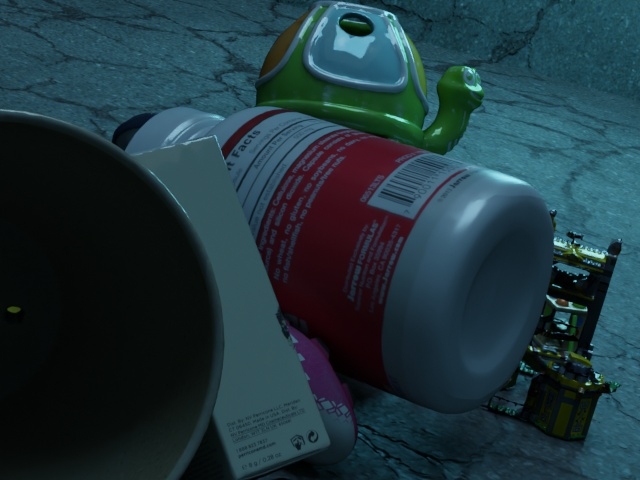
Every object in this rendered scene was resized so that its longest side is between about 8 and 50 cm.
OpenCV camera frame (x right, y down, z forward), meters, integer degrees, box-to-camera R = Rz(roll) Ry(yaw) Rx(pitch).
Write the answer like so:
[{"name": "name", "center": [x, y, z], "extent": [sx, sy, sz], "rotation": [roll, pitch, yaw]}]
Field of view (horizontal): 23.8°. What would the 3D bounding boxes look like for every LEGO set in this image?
[{"name": "LEGO set", "center": [0.187, 0.057, 1.652], "extent": [0.331, 0.192, 0.255], "rotation": [19, 18, 17]}]

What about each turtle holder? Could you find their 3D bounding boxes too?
[{"name": "turtle holder", "center": [0.065, -0.224, 2.240], "extent": [0.320, 0.227, 0.243], "rotation": [6, -7, 18]}]

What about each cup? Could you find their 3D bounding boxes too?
[{"name": "cup", "center": [-0.262, 0.067, 1.148], "extent": [0.331, 0.331, 0.237], "rotation": [8, 2, -19]}]

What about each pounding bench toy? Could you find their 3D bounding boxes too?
[{"name": "pounding bench toy", "center": [0.293, 0.101, 1.811], "extent": [0.052, 0.065, 0.083], "rotation": [8, 19, -19]}]

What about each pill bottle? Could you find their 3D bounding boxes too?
[{"name": "pill bottle", "center": [0.000, 0.000, 1.481], "extent": [0.407, 0.229, 0.229], "rotation": [19, 18, 32]}]

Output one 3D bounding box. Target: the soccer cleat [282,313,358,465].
[{"name": "soccer cleat", "center": [-0.108, 0.085, 1.354], "extent": [0.331, 0.116, 0.143], "rotation": [51, 45, 6]}]

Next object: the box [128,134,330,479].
[{"name": "box", "center": [-0.095, 0.063, 1.242], "extent": [0.094, 0.275, 0.113], "rotation": [-16, -9, -28]}]

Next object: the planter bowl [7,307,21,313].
[{"name": "planter bowl", "center": [-0.243, 0.101, 1.357], "extent": [0.217, 0.090, 0.217], "rotation": [13, 18, -4]}]

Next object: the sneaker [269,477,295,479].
[{"name": "sneaker", "center": [0.058, 0.234, 1.157], "extent": [0.281, 0.105, 0.115], "rotation": [19, 19, 17]}]

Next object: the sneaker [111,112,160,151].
[{"name": "sneaker", "center": [-0.195, -0.081, 1.938], "extent": [0.131, 0.112, 0.319], "rotation": [-33, 32, -31]}]
